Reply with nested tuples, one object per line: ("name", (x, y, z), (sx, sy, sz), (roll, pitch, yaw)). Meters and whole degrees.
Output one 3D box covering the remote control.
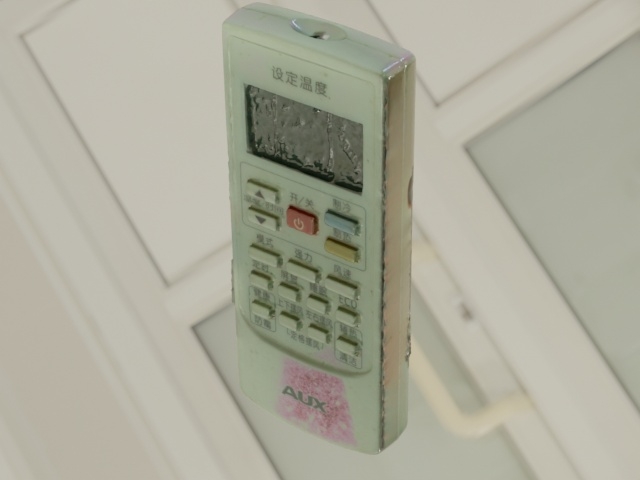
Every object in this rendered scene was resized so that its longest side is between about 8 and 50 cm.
("remote control", (-0.001, 0.000, 1.252), (0.050, 0.145, 0.344), (-38, 138, -42))
